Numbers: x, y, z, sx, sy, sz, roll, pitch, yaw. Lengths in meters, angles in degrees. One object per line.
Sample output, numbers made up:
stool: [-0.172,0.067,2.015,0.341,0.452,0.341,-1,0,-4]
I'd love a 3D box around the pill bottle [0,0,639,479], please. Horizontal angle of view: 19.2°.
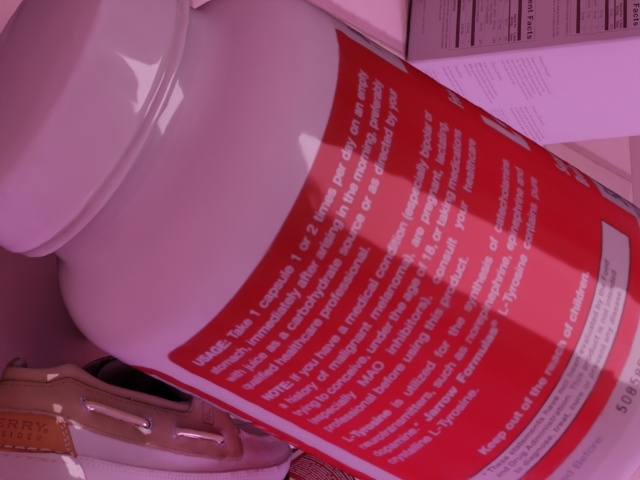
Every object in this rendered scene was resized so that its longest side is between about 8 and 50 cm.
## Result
pill bottle: [0.000,0.000,1.090,0.408,0.229,0.229,29,52,-26]

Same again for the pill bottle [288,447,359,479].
pill bottle: [-0.018,0.199,1.377,0.152,0.086,0.086,-24,108,-67]

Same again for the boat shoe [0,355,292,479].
boat shoe: [-0.099,0.119,1.151,0.302,0.113,0.103,4,88,-68]

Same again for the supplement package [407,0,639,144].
supplement package: [0.247,-0.229,1.904,0.199,0.263,0.198,49,42,-58]
